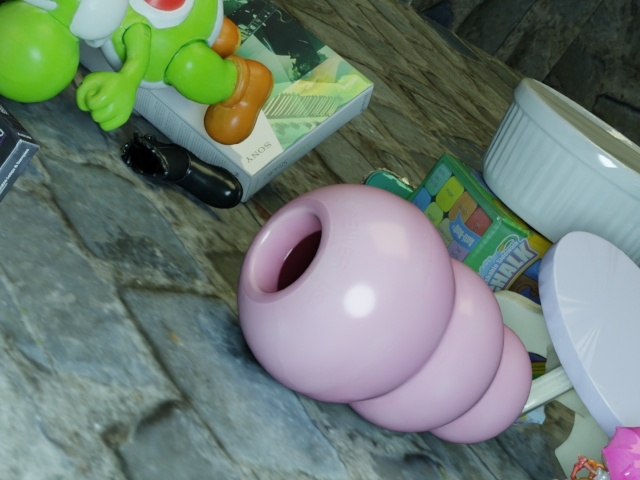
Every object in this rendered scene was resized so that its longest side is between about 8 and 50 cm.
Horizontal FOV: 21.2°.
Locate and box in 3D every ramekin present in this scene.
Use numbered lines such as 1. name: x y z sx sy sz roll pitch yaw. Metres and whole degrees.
1. ramekin: 0.315 -0.069 2.046 0.273 0.127 0.273 32 15 -10

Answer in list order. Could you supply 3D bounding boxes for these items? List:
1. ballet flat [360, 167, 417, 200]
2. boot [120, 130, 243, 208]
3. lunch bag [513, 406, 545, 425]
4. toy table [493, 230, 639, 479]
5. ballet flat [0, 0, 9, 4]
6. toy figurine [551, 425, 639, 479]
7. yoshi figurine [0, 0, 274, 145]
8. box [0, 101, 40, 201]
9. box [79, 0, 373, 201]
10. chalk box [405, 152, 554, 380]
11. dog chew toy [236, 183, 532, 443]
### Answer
1. ballet flat: 0.146 -0.004 2.266 0.241 0.091 0.077 45 -15 15
2. boot: -0.153 -0.075 1.866 0.121 0.045 0.099 35 11 21
3. lunch bag: 0.205 0.173 1.907 0.071 0.053 0.083 28 8 -38
4. toy table: 0.281 0.145 1.817 0.252 0.161 0.274 0 64 -38
5. ballet flat: -0.315 -0.328 1.884 0.123 0.123 0.348 37 -20 1
6. toy figurine: 0.277 0.243 1.648 0.130 0.159 0.173 34 15 -12
7. yoshi figurine: -0.234 -0.202 1.841 0.362 0.204 0.203 22 66 -47
8. box: -0.309 -0.082 1.400 0.162 0.116 0.029 47 17 31
9. box: -0.127 -0.216 2.076 0.322 0.058 0.232 41 55 13
10. chalk box: 0.186 0.028 2.053 0.289 0.179 0.180 27 17 -32
11. dog chew toy: 0.077 0.088 1.625 0.332 0.206 0.206 37 12 -35
